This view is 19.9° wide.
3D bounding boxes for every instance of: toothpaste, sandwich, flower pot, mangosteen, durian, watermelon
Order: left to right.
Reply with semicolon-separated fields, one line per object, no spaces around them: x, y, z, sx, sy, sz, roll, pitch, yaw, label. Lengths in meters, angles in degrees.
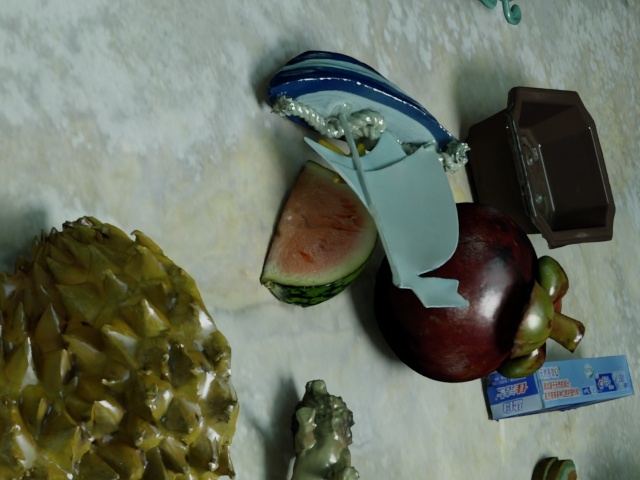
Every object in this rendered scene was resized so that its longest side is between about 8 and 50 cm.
-0.162;0.140;1.189;0.195;0.185;0.305;-10;94;-39;durian
0.004;0.011;1.607;0.163;0.087;0.069;-69;172;-45;watermelon
0.149;0.054;1.688;0.200;0.200;0.200;36;46;-50;mangosteen
0.238;-0.074;2.033;0.251;0.084;0.179;-5;81;-61;flower pot
0.248;0.287;1.927;0.067;0.029;0.135;40;44;-47;sandwich
0.261;0.158;1.975;0.272;0.066;0.053;4;74;-61;toothpaste

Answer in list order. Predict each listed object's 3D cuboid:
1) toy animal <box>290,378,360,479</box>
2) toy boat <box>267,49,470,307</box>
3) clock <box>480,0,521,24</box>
-0.011;0.193;1.452;0.069;0.086;0.220;28;45;-2;toy animal
0.065;-0.052;1.597;0.220;0.067;0.291;17;33;-33;toy boat
0.191;-0.343;2.103;0.148;0.060;0.188;27;54;-56;clock
